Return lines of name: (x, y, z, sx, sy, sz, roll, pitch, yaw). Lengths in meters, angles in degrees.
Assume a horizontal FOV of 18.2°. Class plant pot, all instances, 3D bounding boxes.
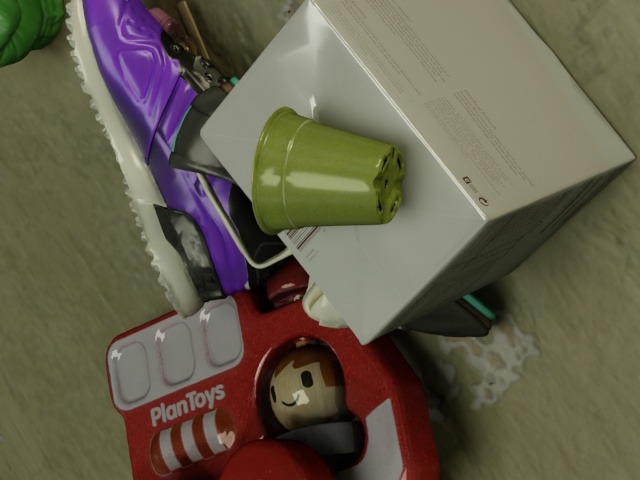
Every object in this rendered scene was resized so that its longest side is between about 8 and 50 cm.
plant pot: (0.009, -0.040, 1.268, 0.079, 0.083, 0.083, 7, 108, 22)

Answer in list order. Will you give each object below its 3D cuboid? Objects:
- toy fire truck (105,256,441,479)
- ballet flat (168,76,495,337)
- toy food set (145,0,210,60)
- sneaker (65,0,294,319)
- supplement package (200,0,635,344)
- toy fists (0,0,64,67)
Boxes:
toy fire truck: (-0.047, 0.149, 1.580, 0.302, 0.169, 0.254, -26, 69, 38)
ballet flat: (0.000, 0.000, 1.487, 0.280, 0.095, 0.096, 42, 90, -3)
toy food set: (-0.138, -0.150, 1.634, 0.122, 0.019, 0.078, -22, 90, 38)
sneaker: (-0.095, -0.099, 1.560, 0.146, 0.102, 0.293, -20, 90, 4)
supplement package: (0.069, -0.066, 1.389, 0.194, 0.203, 0.149, 53, 127, 13)
toy fists: (-0.322, -0.269, 1.659, 0.096, 0.142, 0.279, -30, 85, 38)
